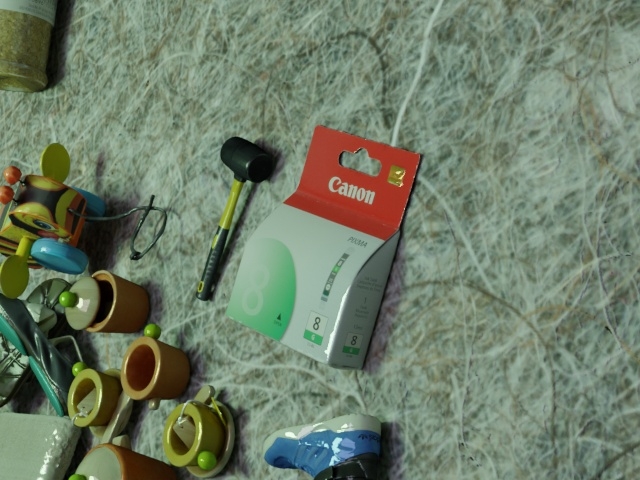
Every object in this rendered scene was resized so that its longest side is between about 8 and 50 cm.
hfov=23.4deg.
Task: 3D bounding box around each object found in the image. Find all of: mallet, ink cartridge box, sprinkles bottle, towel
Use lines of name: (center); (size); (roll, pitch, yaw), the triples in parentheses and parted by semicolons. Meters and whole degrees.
mallet: (-0.110, -0.026, 1.733); (0.062, 0.039, 0.190); (44, 118, 44)
ink cartridge box: (0.000, 0.000, 1.581); (0.181, 0.056, 0.225); (21, 98, 50)
sprinkles bottle: (-0.410, -0.386, 2.107); (0.121, 0.121, 0.355); (-2, 79, 49)
towel: (-0.409, 0.310, 1.960); (0.282, 0.049, 0.187); (-3, 66, 48)

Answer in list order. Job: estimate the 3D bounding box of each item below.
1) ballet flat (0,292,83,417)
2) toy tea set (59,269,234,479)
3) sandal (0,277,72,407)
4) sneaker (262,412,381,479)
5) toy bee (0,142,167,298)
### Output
ballet flat: (-0.342, 0.127, 1.909); (0.203, 0.074, 0.074); (50, 121, 19)
toy tea set: (-0.238, 0.178, 1.750); (0.200, 0.124, 0.336); (-55, 45, 19)
sandal: (-0.380, 0.138, 1.992); (0.219, 0.060, 0.090); (-50, 61, 10)
sneaker: (-0.002, 0.226, 1.519); (0.152, 0.058, 0.085); (-19, 58, 39)
toy bee: (-0.336, -0.042, 1.896); (0.298, 0.162, 0.195); (-32, 41, 37)
